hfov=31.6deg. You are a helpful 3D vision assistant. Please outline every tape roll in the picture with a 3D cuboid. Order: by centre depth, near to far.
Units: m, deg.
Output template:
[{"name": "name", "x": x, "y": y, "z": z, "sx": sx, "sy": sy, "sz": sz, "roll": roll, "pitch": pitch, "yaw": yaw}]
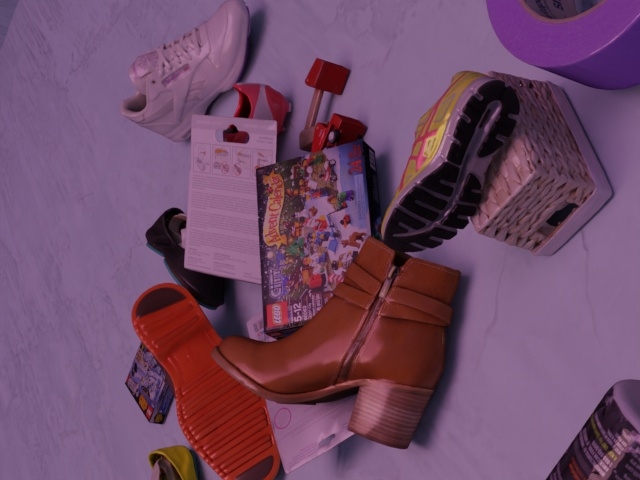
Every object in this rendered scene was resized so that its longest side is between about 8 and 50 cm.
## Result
[{"name": "tape roll", "x": 0.283, "y": -0.289, "z": 1.094, "sx": 0.275, "sy": 0.090, "sz": 0.275, "roll": -28, "pitch": 55, "yaw": 50}]

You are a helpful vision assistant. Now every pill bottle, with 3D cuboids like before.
[{"name": "pill bottle", "x": 0.245, "y": 0.251, "z": 0.981, "sx": 0.246, "sy": 0.130, "sz": 0.130, "roll": -61, "pitch": 35, "yaw": 23}]

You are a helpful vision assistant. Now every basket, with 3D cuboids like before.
[{"name": "basket", "x": 0.208, "y": -0.084, "z": 1.187, "sx": 0.113, "sy": 0.103, "sz": 0.167, "roll": -50, "pitch": 41, "yaw": 36}]

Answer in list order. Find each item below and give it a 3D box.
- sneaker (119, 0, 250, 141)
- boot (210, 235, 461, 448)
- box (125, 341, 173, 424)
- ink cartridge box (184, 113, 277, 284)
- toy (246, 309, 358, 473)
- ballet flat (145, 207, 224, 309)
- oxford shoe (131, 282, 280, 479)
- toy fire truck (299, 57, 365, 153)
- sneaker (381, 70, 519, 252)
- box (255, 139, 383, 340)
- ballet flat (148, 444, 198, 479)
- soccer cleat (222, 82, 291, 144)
[{"name": "sneaker", "x": -0.225, "y": -0.285, "z": 1.884, "sx": 0.305, "sy": 0.152, "sz": 0.114, "roll": -49, "pitch": 39, "yaw": 34}, {"name": "boot", "x": 0.018, "y": 0.097, "z": 1.335, "sx": 0.283, "sy": 0.109, "sz": 0.220, "roll": 18, "pitch": 91, "yaw": 31}, {"name": "box", "x": -0.281, "y": 0.233, "z": 1.893, "sx": 0.137, "sy": 0.027, "sz": 0.094, "roll": 41, "pitch": 111, "yaw": 55}, {"name": "ink cartridge box", "x": -0.114, "y": -0.059, "z": 1.635, "sx": 0.189, "sy": 0.066, "sz": 0.232, "roll": 10, "pitch": 95, "yaw": 42}, {"name": "toy", "x": -0.008, "y": 0.170, "z": 1.454, "sx": 0.137, "sy": 0.056, "sz": 0.237, "roll": -34, "pitch": 53, "yaw": 19}, {"name": "ballet flat", "x": -0.211, "y": 0.013, "z": 1.811, "sx": 0.096, "sy": 0.095, "sz": 0.280, "roll": -59, "pitch": 35, "yaw": 5}, {"name": "oxford shoe", "x": -0.150, "y": 0.221, "z": 1.642, "sx": 0.130, "sy": 0.133, "sz": 0.364, "roll": -29, "pitch": 55, "yaw": -6}, {"name": "toy fire truck", "x": 0.003, "y": -0.144, "z": 1.578, "sx": 0.135, "sy": 0.047, "sz": 0.192, "roll": 45, "pitch": 117, "yaw": 54}, {"name": "sneaker", "x": 0.124, "y": -0.082, "z": 1.157, "sx": 0.208, "sy": 0.081, "sz": 0.094, "roll": -58, "pitch": 29, "yaw": 17}, {"name": "box", "x": 0.000, "y": 0.000, "z": 1.456, "sx": 0.159, "sy": 0.044, "sz": 0.233, "roll": -14, "pitch": 66, "yaw": 22}, {"name": "ballet flat", "x": -0.205, "y": 0.393, "z": 1.671, "sx": 0.077, "sy": 0.077, "sz": 0.231, "roll": -59, "pitch": 36, "yaw": 24}, {"name": "soccer cleat", "x": -0.117, "y": -0.116, "z": 1.706, "sx": 0.083, "sy": 0.095, "sz": 0.248, "roll": 19, "pitch": 94, "yaw": 58}]
